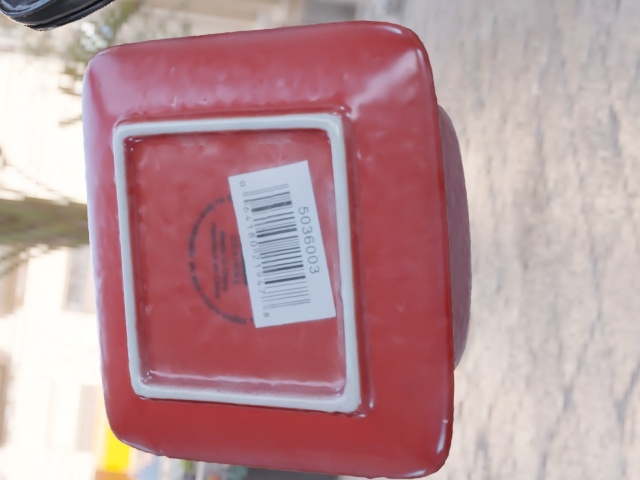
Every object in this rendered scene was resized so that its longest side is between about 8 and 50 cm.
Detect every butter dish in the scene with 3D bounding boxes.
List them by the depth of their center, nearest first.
[{"bbox_3d":[0.000,0.000,0.601,0.118,0.159,0.160,-11,-81,-55],"label":"butter dish"}]

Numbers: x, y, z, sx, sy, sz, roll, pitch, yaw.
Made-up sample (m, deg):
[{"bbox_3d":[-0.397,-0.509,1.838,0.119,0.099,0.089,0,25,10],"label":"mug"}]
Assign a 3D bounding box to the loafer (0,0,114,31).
[{"bbox_3d":[-0.086,-0.145,0.618,0.170,0.061,0.062,-41,68,32],"label":"loafer"}]
